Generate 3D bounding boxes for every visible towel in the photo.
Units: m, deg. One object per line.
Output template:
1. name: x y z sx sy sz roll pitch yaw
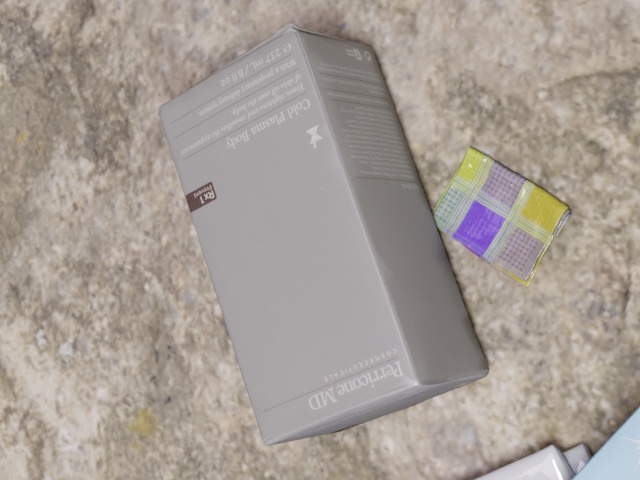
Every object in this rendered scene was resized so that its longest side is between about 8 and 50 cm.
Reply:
1. towel: 0.113 -0.015 0.889 0.083 0.009 0.060 37 106 24

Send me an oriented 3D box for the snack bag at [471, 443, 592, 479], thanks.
1. snack bag: 0.084 0.339 0.871 0.323 0.037 0.342 -27 74 24

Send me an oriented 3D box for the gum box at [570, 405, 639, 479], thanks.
1. gum box: 0.238 0.145 0.778 0.157 0.041 0.184 44 99 20

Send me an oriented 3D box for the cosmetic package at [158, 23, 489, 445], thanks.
1. cosmetic package: 0.000 0.000 0.896 0.127 0.107 0.237 -28 72 29
